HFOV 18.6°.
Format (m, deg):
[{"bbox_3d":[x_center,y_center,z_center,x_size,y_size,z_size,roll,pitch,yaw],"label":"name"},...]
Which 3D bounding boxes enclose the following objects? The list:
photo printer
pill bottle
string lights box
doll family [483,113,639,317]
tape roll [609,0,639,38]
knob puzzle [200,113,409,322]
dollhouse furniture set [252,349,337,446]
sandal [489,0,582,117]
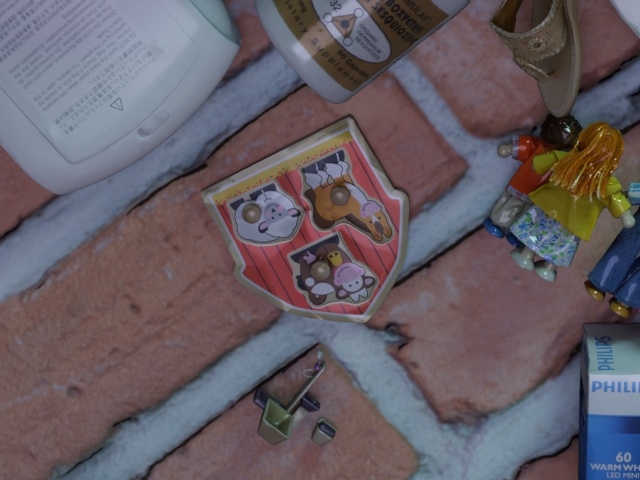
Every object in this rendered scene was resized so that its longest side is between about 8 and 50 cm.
[{"bbox_3d":[-0.243,-0.211,1.815,0.256,0.107,0.307,-39,102,16],"label":"photo printer"},{"bbox_3d":[0.064,-0.240,1.765,0.229,0.131,0.131,-38,102,16],"label":"pill bottle"},{"bbox_3d":[0.291,0.224,1.906,0.077,0.133,0.259,1,110,5],"label":"string lights box"},{"bbox_3d":[0.285,-0.021,1.828,0.263,0.118,0.163,27,109,-4],"label":"doll family"},{"bbox_3d":[0.413,-0.330,1.734,0.392,0.072,0.392,2,110,5],"label":"tape roll"},{"bbox_3d":[0.000,0.000,1.909,0.213,0.030,0.213,1,109,4],"label":"knob puzzle"},{"bbox_3d":[-0.009,0.164,1.924,0.091,0.114,0.081,38,104,-6],"label":"dollhouse furniture set"},{"bbox_3d":[0.188,-0.212,1.756,0.079,0.088,0.240,-13,132,-19],"label":"sandal"}]
